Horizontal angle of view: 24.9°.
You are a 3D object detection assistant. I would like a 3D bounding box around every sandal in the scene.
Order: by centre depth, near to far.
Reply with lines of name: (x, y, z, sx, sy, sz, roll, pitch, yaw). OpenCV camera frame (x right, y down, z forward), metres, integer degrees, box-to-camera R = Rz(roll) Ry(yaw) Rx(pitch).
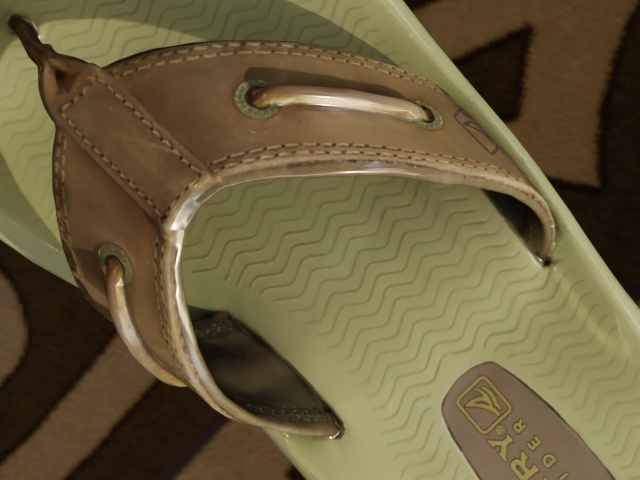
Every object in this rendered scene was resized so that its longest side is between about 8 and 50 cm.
sandal: (0.002, 0.000, 0.350, 0.303, 0.086, 0.120, 42, 93, -1)
